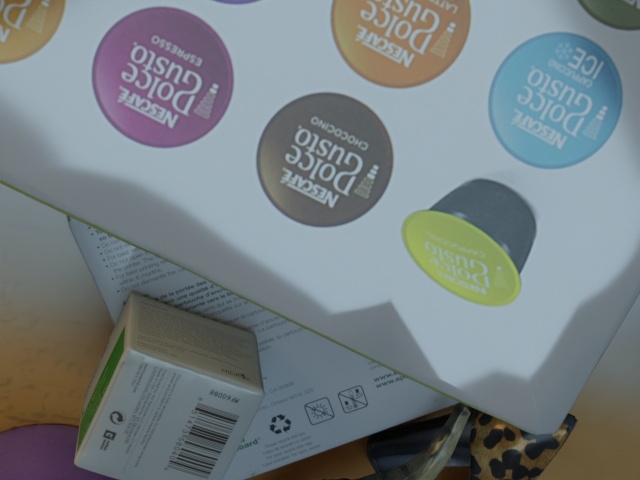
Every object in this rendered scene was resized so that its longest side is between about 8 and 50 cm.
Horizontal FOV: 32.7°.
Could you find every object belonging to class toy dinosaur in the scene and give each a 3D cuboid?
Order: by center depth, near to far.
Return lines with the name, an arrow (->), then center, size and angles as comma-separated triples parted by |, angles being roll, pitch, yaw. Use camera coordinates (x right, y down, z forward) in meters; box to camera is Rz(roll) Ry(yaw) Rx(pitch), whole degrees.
toy dinosaur -> 0.033, 0.229, 0.875 | 0.268, 0.064, 0.118 | -30, 100, 28

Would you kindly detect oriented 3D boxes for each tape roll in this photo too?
tape roll -> -0.222, 0.249, 0.888 | 0.189, 0.080, 0.189 | -4, 116, -8

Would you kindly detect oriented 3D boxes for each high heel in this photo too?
high heel -> 0.178, 0.236, 0.903 | 0.186, 0.093, 0.261 | -21, 116, 40

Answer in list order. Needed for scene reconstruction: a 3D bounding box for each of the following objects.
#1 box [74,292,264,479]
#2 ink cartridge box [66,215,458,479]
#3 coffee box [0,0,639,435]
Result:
box -> -0.105, 0.109, 0.763 | 0.102, 0.087, 0.101 | 22, 109, -15
ink cartridge box -> 0.000, 0.000, 0.815 | 0.324, 0.071, 0.330 | -19, 114, 0
coffee box -> 0.010, -0.165, 0.539 | 0.338, 0.338, 0.334 | 27, 100, -9
